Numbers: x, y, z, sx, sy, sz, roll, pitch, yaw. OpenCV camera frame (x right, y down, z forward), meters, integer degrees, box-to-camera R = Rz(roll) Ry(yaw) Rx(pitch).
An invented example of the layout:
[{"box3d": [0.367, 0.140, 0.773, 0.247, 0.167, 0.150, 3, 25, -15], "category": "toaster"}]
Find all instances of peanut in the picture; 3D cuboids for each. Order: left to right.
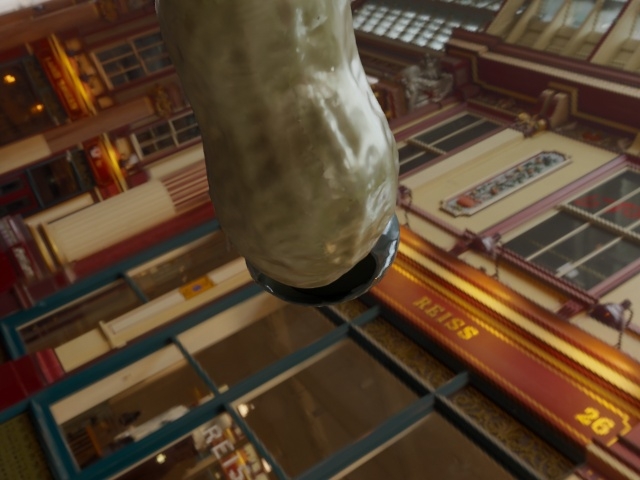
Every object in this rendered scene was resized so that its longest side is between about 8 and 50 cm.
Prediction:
[{"box3d": [-0.018, -0.072, 0.376, 0.120, 0.110, 0.237, -77, 161, -46], "category": "peanut"}]

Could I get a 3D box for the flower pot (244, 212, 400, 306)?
[{"box3d": [0.000, 0.000, 1.038, 0.242, 0.157, 0.189, -13, -46, 35], "category": "flower pot"}]
